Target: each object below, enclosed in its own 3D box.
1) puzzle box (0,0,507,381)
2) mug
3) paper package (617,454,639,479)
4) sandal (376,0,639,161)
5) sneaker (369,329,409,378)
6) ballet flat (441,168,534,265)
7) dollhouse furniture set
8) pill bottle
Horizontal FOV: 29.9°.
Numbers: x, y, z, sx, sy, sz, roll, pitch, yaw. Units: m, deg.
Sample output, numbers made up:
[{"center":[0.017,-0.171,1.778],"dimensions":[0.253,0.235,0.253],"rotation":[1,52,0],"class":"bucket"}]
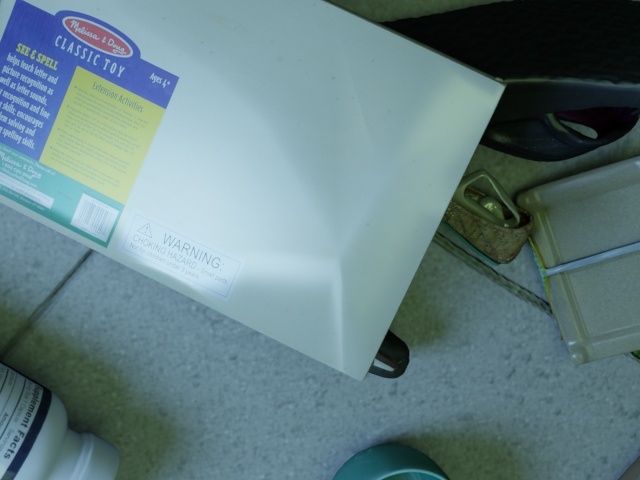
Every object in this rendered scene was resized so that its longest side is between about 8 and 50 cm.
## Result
[{"center":[-0.087,-0.094,0.991],"dimensions":[0.409,0.052,0.272],"rotation":[27,104,5],"class":"puzzle box"},{"center":[0.068,0.279,1.178],"dimensions":[0.130,0.097,0.157],"rotation":[5,101,-15],"class":"mug"},{"center":[0.512,0.277,1.246],"dimensions":[0.309,0.168,0.325],"rotation":[43,89,-18],"class":"paper package"},{"center":[0.166,-0.139,1.100],"dimensions":[0.446,0.167,0.107],"rotation":[-5,132,-4],"class":"sandal"},{"center":[0.000,0.000,1.100],"dimensions":[0.281,0.106,0.162],"rotation":[34,90,-17],"class":"sneaker"},{"center":[0.119,-0.052,1.129],"dimensions":[0.206,0.073,0.067],"rotation":[31,117,-25],"class":"ballet flat"},{"center":[0.369,-0.011,1.202],"dimensions":[0.302,0.151,0.197],"rotation":[-16,100,21],"class":"dollhouse furniture set"},{"center":[-0.316,0.170,1.035],"dimensions":[0.265,0.153,0.153],"rotation":[35,92,-18],"class":"pill bottle"}]
